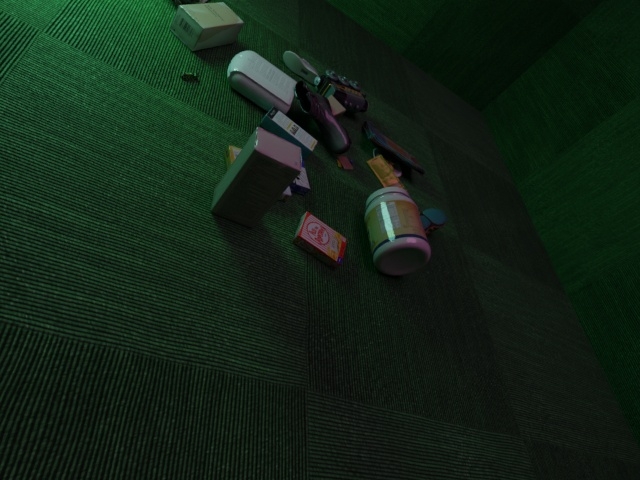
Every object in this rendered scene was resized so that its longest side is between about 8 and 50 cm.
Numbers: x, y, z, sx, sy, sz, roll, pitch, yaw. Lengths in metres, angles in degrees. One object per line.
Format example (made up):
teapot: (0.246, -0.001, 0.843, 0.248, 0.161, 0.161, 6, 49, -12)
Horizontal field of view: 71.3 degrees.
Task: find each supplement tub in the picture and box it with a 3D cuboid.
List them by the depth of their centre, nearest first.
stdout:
supplement tub: (0.304, -0.041, 1.815, 0.229, 0.228, 0.316, 20, 45, -30)

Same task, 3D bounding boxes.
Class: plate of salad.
plate of salad: (0.359, -0.419, 2.351, 0.200, 0.048, 0.199, 24, 43, -25)

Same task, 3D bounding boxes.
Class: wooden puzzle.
wooden puzzle: (0.116, -0.365, 2.105, 0.116, 0.014, 0.078, 1, 61, -42)

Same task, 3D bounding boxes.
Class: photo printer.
photo printer: (-0.260, -0.704, 1.979, 0.308, 0.107, 0.255, 30, 40, -19)

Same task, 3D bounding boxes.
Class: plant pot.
plant pot: (0.040, -0.631, 2.203, 0.109, 0.109, 0.096, 45, 49, -1)

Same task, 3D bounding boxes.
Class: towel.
towel: (0.331, -0.321, 2.229, 0.102, 0.021, 0.237, -27, 76, -26)
towel: (0.394, -0.502, 2.409, 0.370, 0.040, 0.271, 30, 24, -19)

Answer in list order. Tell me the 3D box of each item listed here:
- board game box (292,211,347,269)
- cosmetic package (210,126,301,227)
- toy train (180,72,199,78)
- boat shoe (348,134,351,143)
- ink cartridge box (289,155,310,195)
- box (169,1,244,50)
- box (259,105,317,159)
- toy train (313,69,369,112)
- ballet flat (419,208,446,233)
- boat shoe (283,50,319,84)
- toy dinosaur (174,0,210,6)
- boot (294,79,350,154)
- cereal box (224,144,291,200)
board game box: (0.000, 0.000, 1.644, 0.194, 0.045, 0.146, 34, 39, -15)
cosmetic package: (-0.207, -0.187, 1.403, 0.160, 0.309, 0.113, 23, 44, -28)
toy train: (-0.515, -0.653, 1.764, 0.083, 0.024, 0.017, -23, 74, -51)
boat shoe: (0.104, -0.491, 2.170, 0.152, 0.056, 0.049, -17, 64, -49)
ink cartridge box: (-0.110, -0.283, 1.793, 0.097, 0.046, 0.207, 15, 47, -36)
box: (-0.494, -0.947, 1.967, 0.148, 0.121, 0.311, 43, 38, -3)
box: (-0.135, -0.462, 1.918, 0.244, 0.060, 0.100, 36, 39, -12)
toy train: (0.115, -0.768, 2.351, 0.334, 0.142, 0.190, 5, 51, -43)
ballet flat: (0.485, -0.073, 2.107, 0.123, 0.123, 0.349, 55, 35, 11)
boat shoe: (-0.101, -0.914, 2.349, 0.228, 0.079, 0.081, 34, 30, -23)
toy dinosaur: (-0.632, -1.121, 2.026, 0.314, 0.121, 0.160, 12, 37, -30)
boot: (-0.004, -0.549, 2.019, 0.338, 0.118, 0.223, 61, 22, 17)
cereal box: (-0.230, -0.245, 1.647, 0.240, 0.047, 0.172, 13, 49, -36)
